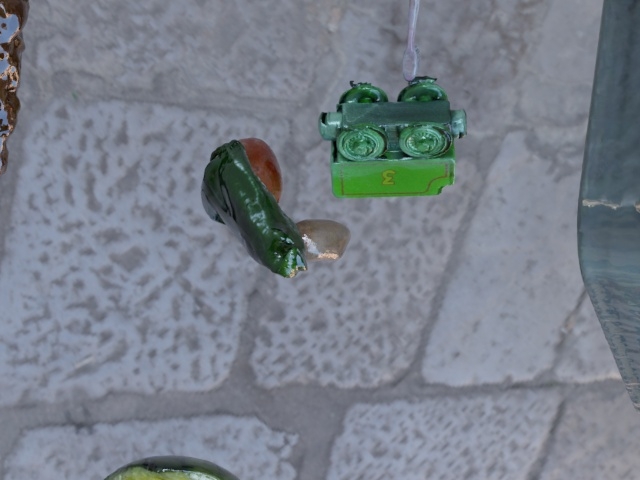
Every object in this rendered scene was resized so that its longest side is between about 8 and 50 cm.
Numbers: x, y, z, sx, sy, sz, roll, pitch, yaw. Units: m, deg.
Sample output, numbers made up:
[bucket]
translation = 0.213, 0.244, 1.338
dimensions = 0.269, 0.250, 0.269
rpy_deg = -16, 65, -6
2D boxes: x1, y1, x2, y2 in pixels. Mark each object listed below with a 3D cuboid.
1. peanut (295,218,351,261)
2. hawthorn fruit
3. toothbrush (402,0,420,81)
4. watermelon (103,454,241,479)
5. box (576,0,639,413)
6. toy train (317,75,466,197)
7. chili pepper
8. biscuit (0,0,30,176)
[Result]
[peanut]
translation = 0.000, 0.000, 1.840
dimensions = 0.152, 0.076, 0.076
rpy_deg = 1, 116, -45
[hawthorn fruit]
translation = -0.124, -0.099, 1.704
dimensions = 0.133, 0.133, 0.138
rpy_deg = 49, 47, -40
[toothbrush]
translation = 0.143, -0.378, 1.547
dimensions = 0.029, 0.025, 0.307
rpy_deg = -50, 149, -44
[watermelon]
translation = -0.200, 0.445, 1.473
dimensions = 0.331, 0.189, 0.330
rpy_deg = 1, 107, 3
[box]
translation = 0.319, -0.073, 0.914
dimensions = 0.396, 0.111, 0.396
rpy_deg = 50, 48, -55
[toy train]
translation = 0.120, -0.162, 1.717
dimensions = 0.243, 0.132, 0.188
rpy_deg = -2, 140, 4
[chili pepper]
translation = -0.068, -0.026, 1.072
dimensions = 0.062, 0.216, 0.108
rpy_deg = -29, 124, -13
[biscuit]
translation = -0.557, -0.268, 1.524
dimensions = 0.166, 0.342, 0.395
rpy_deg = -4, 129, -38
